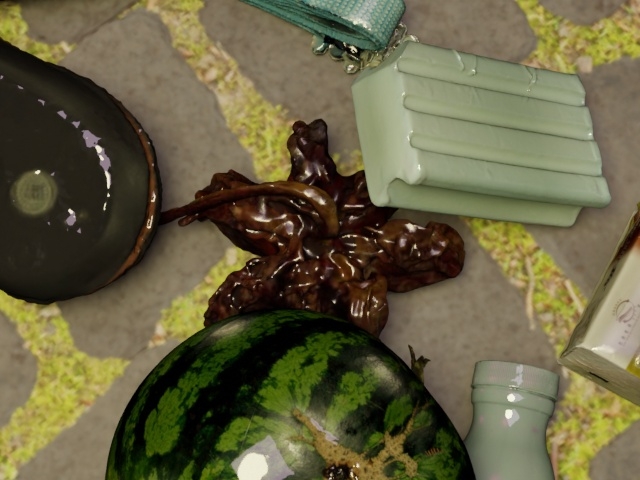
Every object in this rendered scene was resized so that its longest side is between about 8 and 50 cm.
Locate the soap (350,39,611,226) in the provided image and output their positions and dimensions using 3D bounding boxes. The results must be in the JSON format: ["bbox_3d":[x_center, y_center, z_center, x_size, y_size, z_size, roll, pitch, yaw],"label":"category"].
[{"bbox_3d":[0.126,-0.079,0.993,0.198,0.066,0.119,6,64,-34],"label":"soap"}]

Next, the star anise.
[{"bbox_3d":[0.000,0.000,0.999,0.220,0.126,0.190,-31,83,-11],"label":"star anise"}]

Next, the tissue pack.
[{"bbox_3d":[0.271,0.051,1.000,0.106,0.099,0.149,28,78,5],"label":"tissue pack"}]

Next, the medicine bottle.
[{"bbox_3d":[0.134,0.203,0.967,0.090,0.090,0.217,11,76,2],"label":"medicine bottle"}]

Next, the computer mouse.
[{"bbox_3d":[-0.269,-0.071,1.011,0.323,0.116,0.183,29,94,9],"label":"computer mouse"}]

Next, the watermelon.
[{"bbox_3d":[-0.021,0.183,0.888,0.268,0.269,0.269,0,77,-1],"label":"watermelon"}]

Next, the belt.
[{"bbox_3d":[-0.009,-0.202,1.078,0.179,0.100,0.065,28,79,21],"label":"belt"}]
